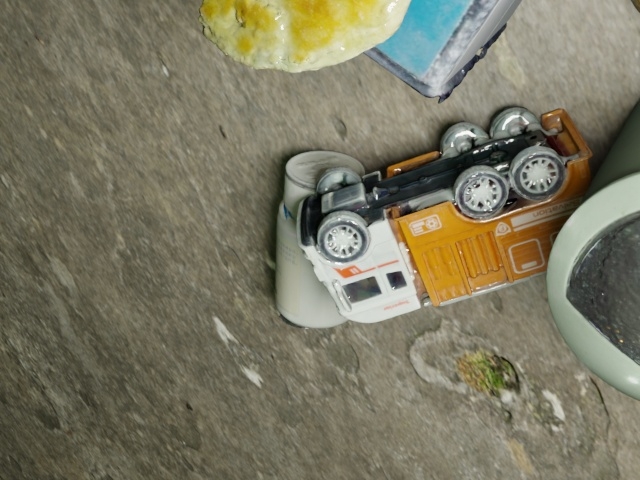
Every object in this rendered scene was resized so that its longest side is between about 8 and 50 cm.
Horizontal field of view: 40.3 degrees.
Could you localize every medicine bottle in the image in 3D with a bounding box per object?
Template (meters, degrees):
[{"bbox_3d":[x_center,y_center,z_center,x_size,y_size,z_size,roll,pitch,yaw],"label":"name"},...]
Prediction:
[{"bbox_3d":[0.000,0.000,1.371,0.143,0.143,0.258,16,126,19],"label":"medicine bottle"}]

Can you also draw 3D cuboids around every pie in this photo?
[{"bbox_3d":[-0.038,-0.325,0.842,0.337,0.075,0.338,14,124,22],"label":"pie"}]

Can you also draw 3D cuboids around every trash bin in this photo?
[{"bbox_3d":[0.421,-0.014,0.954,0.280,0.432,0.281,14,124,21],"label":"trash bin"}]

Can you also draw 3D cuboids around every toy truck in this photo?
[{"bbox_3d":[0.174,-0.022,1.181,0.387,0.173,0.207,-18,118,10],"label":"toy truck"}]

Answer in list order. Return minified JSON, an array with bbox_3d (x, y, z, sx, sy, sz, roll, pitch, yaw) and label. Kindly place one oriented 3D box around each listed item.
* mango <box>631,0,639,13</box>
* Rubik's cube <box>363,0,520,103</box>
[{"bbox_3d":[0.377,-0.328,0.898,0.146,0.193,0.316,-23,149,16],"label":"mango"},{"bbox_3d":[0.123,-0.400,0.957,0.318,0.316,0.313,36,129,3],"label":"Rubik's cube"}]
